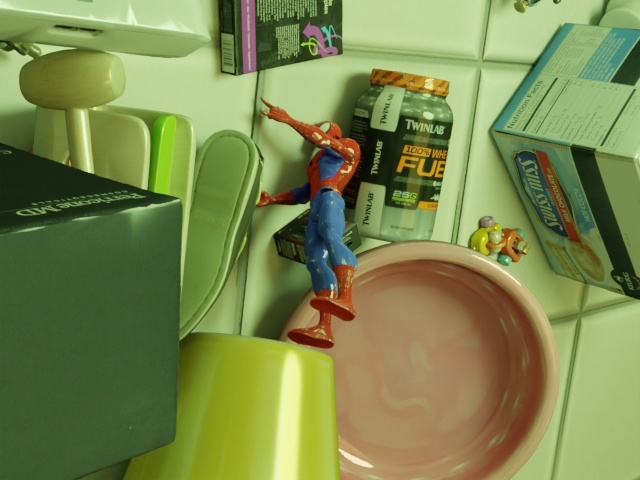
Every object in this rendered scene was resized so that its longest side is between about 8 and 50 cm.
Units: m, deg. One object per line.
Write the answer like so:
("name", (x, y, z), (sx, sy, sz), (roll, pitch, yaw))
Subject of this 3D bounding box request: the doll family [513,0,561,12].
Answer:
("doll family", (0.272, -0.394, 1.379), (0.111, 0.076, 0.193), (-33, 133, -14))

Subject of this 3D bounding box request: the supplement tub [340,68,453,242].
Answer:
("supplement tub", (0.088, -0.098, 1.241), (0.117, 0.117, 0.190), (0, 103, -48))

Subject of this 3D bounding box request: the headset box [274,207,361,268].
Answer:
("headset box", (0.000, 0.000, 1.200), (0.062, 0.083, 0.032), (-37, 129, -34))

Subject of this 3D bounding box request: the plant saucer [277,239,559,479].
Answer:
("plant saucer", (0.106, 0.156, 1.245), (0.332, 0.084, 0.332), (-2, 104, -7))

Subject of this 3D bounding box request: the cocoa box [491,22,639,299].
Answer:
("cocoa box", (0.438, -0.106, 1.547), (0.231, 0.228, 0.347), (-54, 136, -21))

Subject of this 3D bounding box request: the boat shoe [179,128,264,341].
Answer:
("boat shoe", (-0.115, 0.004, 1.074), (0.068, 0.081, 0.228), (45, 68, -77))

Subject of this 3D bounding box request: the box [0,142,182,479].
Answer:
("box", (-0.317, 0.047, 0.682), (0.343, 0.312, 0.179), (-13, 113, -45))

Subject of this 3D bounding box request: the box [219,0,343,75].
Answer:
("box", (-0.038, -0.241, 1.118), (0.162, 0.029, 0.116), (-19, 117, -42))

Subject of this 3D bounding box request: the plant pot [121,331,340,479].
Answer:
("plant pot", (-0.081, 0.224, 1.079), (0.254, 0.254, 0.239), (25, 69, -49))

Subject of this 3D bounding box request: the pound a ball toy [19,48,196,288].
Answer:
("pound a ball toy", (-0.208, 0.000, 0.903), (0.208, 0.135, 0.319), (-30, 127, -75))

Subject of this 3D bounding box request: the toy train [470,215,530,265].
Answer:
("toy train", (0.247, 0.038, 1.521), (0.166, 0.046, 0.125), (-57, 137, -19))

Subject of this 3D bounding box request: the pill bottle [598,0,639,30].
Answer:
("pill bottle", (0.514, -0.350, 1.636), (0.215, 0.117, 0.117), (-35, 127, -36))

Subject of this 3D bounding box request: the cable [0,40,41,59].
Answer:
("cable", (-0.326, -0.213, 0.804), (0.139, 0.072, 0.287), (-48, 123, -4))

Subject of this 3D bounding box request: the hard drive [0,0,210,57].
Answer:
("hard drive", (-0.211, -0.310, 0.759), (0.233, 0.047, 0.353), (-4, 76, -48))

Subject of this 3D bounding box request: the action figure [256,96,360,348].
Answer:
("action figure", (-0.027, -0.037, 1.119), (0.139, 0.091, 0.280), (21, 46, -15))
